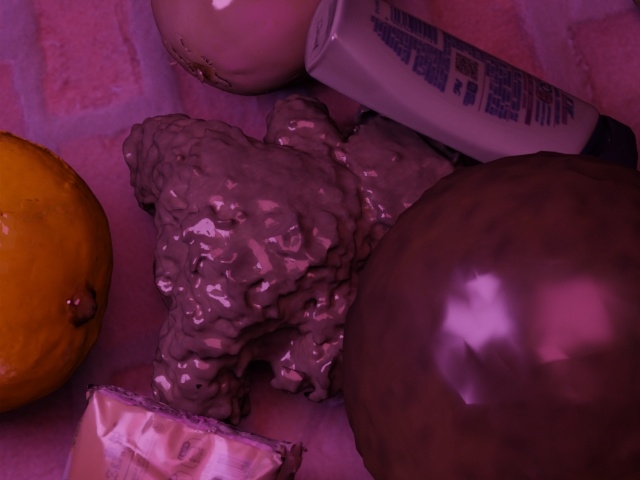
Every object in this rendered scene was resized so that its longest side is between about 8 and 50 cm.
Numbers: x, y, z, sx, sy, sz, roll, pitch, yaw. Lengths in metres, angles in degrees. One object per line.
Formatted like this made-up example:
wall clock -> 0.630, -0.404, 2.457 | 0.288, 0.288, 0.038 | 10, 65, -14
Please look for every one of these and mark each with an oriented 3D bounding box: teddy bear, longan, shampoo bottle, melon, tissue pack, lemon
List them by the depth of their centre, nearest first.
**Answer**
longan -> 0.212, 0.110, 1.588 | 0.391, 0.391, 0.391 | -1, 65, 2
tissue pack -> -0.149, 0.284, 1.667 | 0.215, 0.123, 0.257 | 16, 87, 10
lemon -> -0.346, 0.026, 1.736 | 0.297, 0.297, 0.297 | -1, 65, 2
teddy bear -> 0.000, 0.000, 1.805 | 0.367, 0.224, 0.357 | -4, 62, -15
shampoo bottle -> 0.156, -0.136, 1.810 | 0.359, 0.078, 0.134 | 25, 42, -17
melon -> -0.045, -0.294, 1.905 | 0.223, 0.223, 0.317 | 33, 75, 17

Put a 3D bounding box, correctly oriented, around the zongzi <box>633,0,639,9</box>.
zongzi -> 0.365, -0.234, 1.952 | 0.154, 0.062, 0.130 | 20, 80, 18
